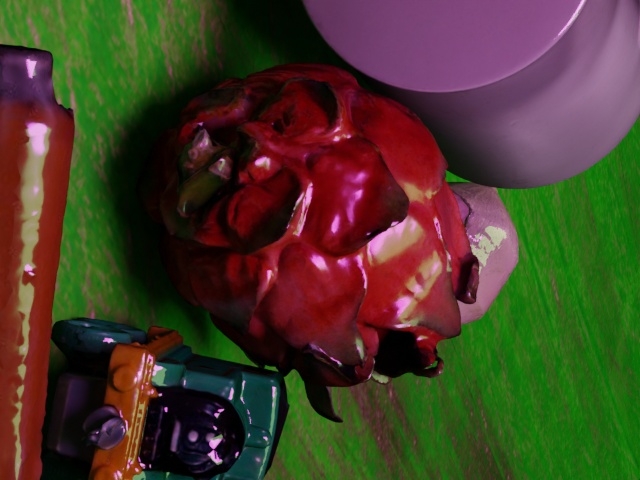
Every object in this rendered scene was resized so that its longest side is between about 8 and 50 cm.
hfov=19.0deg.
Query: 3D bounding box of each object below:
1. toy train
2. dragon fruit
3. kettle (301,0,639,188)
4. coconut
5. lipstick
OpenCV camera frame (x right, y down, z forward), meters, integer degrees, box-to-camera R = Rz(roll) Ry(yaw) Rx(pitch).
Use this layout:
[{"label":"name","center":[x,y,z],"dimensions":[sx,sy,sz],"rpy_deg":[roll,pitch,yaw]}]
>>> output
[{"label":"toy train","center":[-0.087,0.099,1.087],"dimensions":[0.228,0.136,0.091],"rpy_deg":[-160,-99,-90]},{"label":"dragon fruit","center":[0.000,0.000,1.186],"dimensions":[0.274,0.192,0.193],"rpy_deg":[47,51,-45]},{"label":"kettle","center":[0.137,-0.150,1.283],"dimensions":[0.205,0.265,0.318],"rpy_deg":[-60,163,-2]},{"label":"coconut","center":[0.105,0.003,1.524],"dimensions":[0.124,0.110,0.110],"rpy_deg":[-62,151,-18]},{"label":"lipstick","center":[-0.178,0.107,0.995],"dimensions":[0.077,0.077,0.418],"rpy_deg":[-10,108,-64]}]
